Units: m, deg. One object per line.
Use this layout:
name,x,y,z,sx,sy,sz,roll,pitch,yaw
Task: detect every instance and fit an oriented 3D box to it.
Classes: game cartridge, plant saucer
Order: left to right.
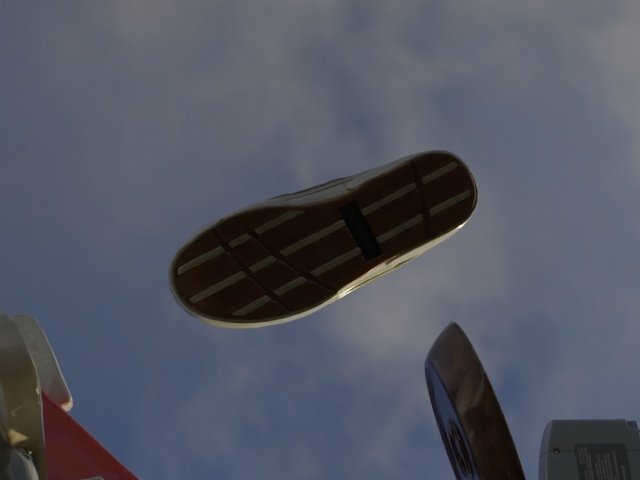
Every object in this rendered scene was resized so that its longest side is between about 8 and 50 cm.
plant saucer,0.105,0.138,1.240,0.029,0.168,0.168,-18,-66,-4
game cartridge,0.135,0.128,0.890,0.056,0.083,0.017,3,-27,-17

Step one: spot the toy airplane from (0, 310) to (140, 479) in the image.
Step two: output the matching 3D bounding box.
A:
toy airplane,-0.201,0.211,1.210,0.272,0.384,0.386,-39,-68,-28

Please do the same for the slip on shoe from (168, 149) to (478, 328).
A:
slip on shoe,0.000,0.000,0.760,0.135,0.041,0.051,-25,-92,-15
